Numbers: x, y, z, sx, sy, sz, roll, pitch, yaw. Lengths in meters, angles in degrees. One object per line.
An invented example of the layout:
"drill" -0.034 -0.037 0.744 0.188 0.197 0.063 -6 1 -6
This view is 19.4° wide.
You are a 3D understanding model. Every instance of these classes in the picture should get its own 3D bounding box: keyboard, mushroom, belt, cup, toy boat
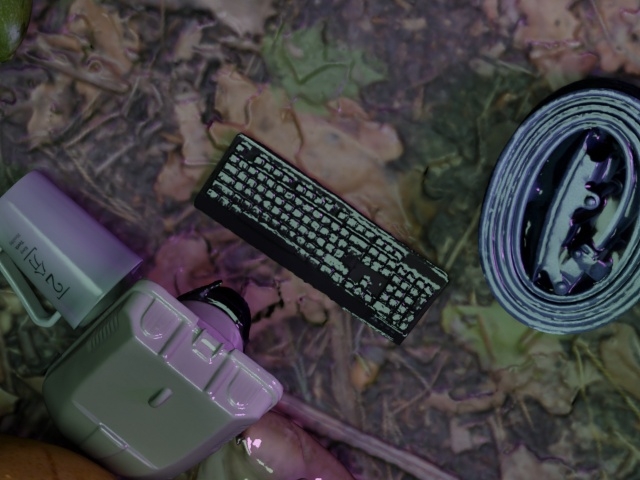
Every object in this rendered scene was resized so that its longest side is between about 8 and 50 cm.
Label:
"keyboard" 0.000 0.000 1.427 0.196 0.015 0.074 35 105 -2
"mushroom" 0.001 0.259 1.412 0.156 0.151 0.285 -43 51 39
"belt" 0.193 -0.029 1.361 0.141 0.082 0.190 20 106 5
"cup" -0.206 0.016 1.434 0.116 0.074 0.104 43 125 -1
"toy boat" -0.121 0.099 1.385 0.141 0.269 0.140 4 77 -18

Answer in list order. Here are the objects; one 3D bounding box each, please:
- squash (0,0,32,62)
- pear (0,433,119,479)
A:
"squash" -0.316 -0.308 1.348 0.107 0.107 0.395 -25 98 12
"pear" -0.247 0.296 1.362 0.314 0.314 0.314 2 104 7
